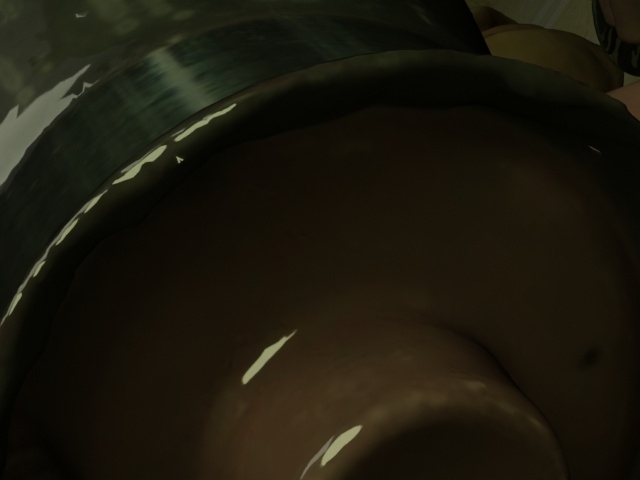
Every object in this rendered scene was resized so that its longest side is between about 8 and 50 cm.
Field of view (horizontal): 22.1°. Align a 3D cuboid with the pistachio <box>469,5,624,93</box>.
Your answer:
[{"bbox_3d":[0.073,-0.032,1.014,0.293,0.162,0.181,-51,-37,-31],"label":"pistachio"}]

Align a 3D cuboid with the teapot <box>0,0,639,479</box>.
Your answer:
[{"bbox_3d":[0.000,0.000,0.565,0.376,0.305,0.362,-27,28,-10],"label":"teapot"}]

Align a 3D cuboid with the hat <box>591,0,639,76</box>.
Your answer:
[{"bbox_3d":[0.211,-0.154,0.971,0.121,0.050,0.121,-22,-59,-42],"label":"hat"}]
